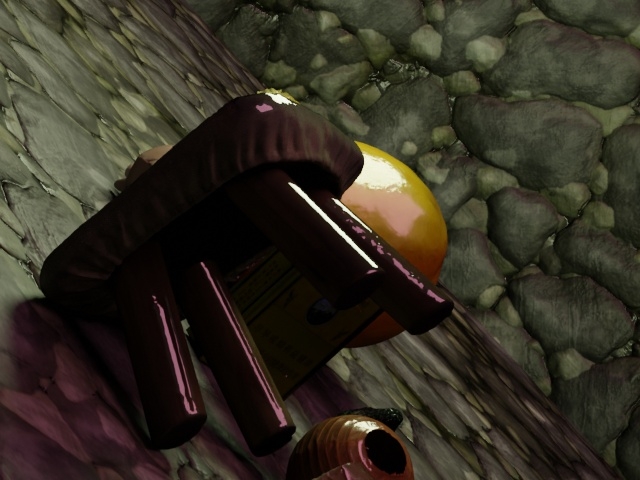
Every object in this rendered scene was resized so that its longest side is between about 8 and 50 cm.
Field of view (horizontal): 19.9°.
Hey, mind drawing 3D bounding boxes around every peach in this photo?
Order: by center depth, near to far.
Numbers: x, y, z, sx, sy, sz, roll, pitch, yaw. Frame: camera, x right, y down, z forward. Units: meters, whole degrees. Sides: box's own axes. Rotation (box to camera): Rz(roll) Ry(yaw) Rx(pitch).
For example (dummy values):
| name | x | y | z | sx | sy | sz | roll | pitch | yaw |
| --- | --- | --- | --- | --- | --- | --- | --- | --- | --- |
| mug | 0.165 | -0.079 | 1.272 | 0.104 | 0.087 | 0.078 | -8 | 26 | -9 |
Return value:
| name | x | y | z | sx | sy | sz | roll | pitch | yaw |
| --- | --- | --- | --- | --- | --- | --- | --- | --- | --- |
| peach | -0.003 | 0.001 | 2.379 | 0.308 | 0.289 | 0.289 | 1 | 30 | -20 |

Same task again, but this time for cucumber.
| name | x | y | z | sx | sy | sz | roll | pitch | yaw |
| --- | --- | --- | --- | --- | --- | --- | --- | --- | --- |
| cucumber | 0.055 | 0.232 | 2.311 | 0.044 | 0.043 | 0.257 | 44 | 9 | 14 |

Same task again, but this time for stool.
| name | x | y | z | sx | sy | sz | roll | pitch | yaw |
| --- | --- | --- | --- | --- | --- | --- | --- | --- | --- |
| stool | -0.067 | 0.043 | 1.789 | 0.226 | 0.310 | 0.310 | 55 | 13 | 21 |

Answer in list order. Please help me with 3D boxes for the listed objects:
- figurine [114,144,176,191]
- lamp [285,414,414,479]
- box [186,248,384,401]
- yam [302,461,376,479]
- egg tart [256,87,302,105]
| name | x | y | z | sx | sy | sz | roll | pitch | yaw |
| --- | --- | --- | --- | --- | --- | --- | --- | --- | --- |
| figurine | -0.185 | -0.057 | 2.263 | 0.125 | 0.125 | 0.138 | 42 | -5 | -26 |
| lamp | 0.030 | 0.246 | 1.876 | 0.136 | 0.136 | 0.136 | 45 | 10 | -10 |
| box | -0.024 | 0.077 | 2.064 | 0.141 | 0.220 | 0.064 | 39 | 12 | -40 |
| yam | 0.042 | 0.318 | 1.657 | 0.238 | 0.129 | 0.128 | 55 | 13 | 27 |
| egg tart | -0.016 | -0.066 | 2.870 | 0.388 | 0.169 | 0.388 | 49 | 10 | -11 |
